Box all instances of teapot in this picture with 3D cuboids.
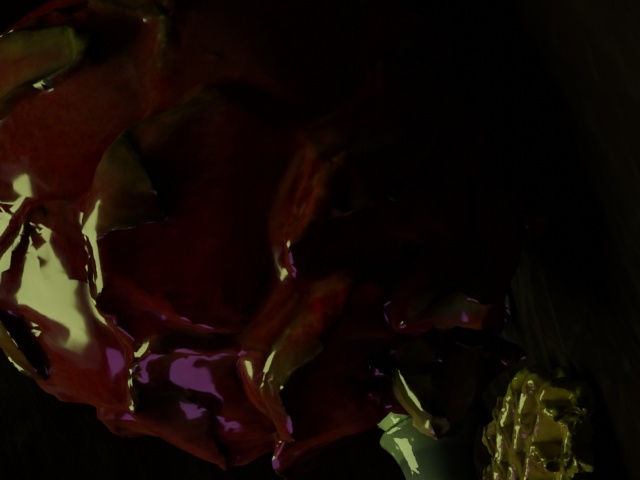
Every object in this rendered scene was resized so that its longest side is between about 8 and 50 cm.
[{"bbox_3d":[0.133,0.281,0.995,0.183,0.183,0.251,73,-175,-59],"label":"teapot"}]

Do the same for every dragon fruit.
[{"bbox_3d":[-0.046,-0.021,0.547,0.342,0.277,0.277,28,159,23],"label":"dragon fruit"}]

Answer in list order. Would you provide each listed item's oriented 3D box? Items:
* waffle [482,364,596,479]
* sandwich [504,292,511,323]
[{"bbox_3d":[0.140,0.175,0.639,0.160,0.046,0.192,121,147,-77],"label":"waffle"},{"bbox_3d":[0.000,0.000,0.760,0.227,0.198,0.155,-119,7,-57],"label":"sandwich"}]
